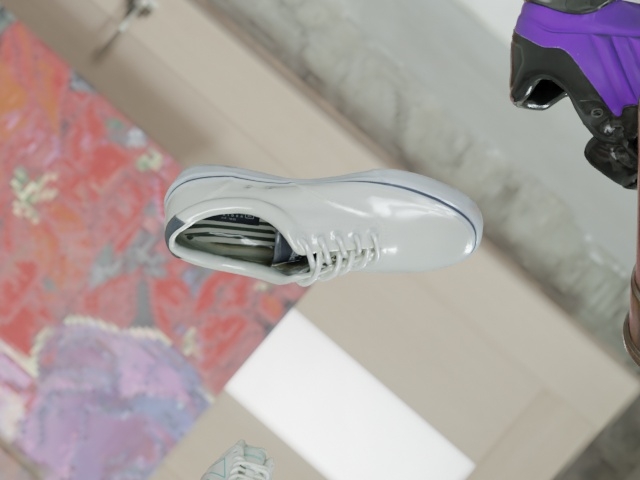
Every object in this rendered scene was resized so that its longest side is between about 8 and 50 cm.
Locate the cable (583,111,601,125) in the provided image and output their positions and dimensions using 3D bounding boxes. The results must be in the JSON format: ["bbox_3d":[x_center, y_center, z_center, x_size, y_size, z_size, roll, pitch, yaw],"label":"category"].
[{"bbox_3d":[0.349,-0.183,1.369,0.287,0.072,0.139,-44,173,-8],"label":"cable"}]

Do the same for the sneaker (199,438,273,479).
[{"bbox_3d":[-0.059,0.169,1.088,0.061,0.053,0.152,-59,-171,1],"label":"sneaker"}]

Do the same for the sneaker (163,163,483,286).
[{"bbox_3d":[0.000,0.000,1.285,0.091,0.258,0.094,-83,174,-53],"label":"sneaker"}]

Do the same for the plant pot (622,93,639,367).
[{"bbox_3d":[0.259,-0.016,0.963,0.167,0.167,0.165,-47,135,-48],"label":"plant pot"}]

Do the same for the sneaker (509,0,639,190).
[{"bbox_3d":[0.252,-0.095,1.078,0.102,0.293,0.146,17,95,-55],"label":"sneaker"}]
